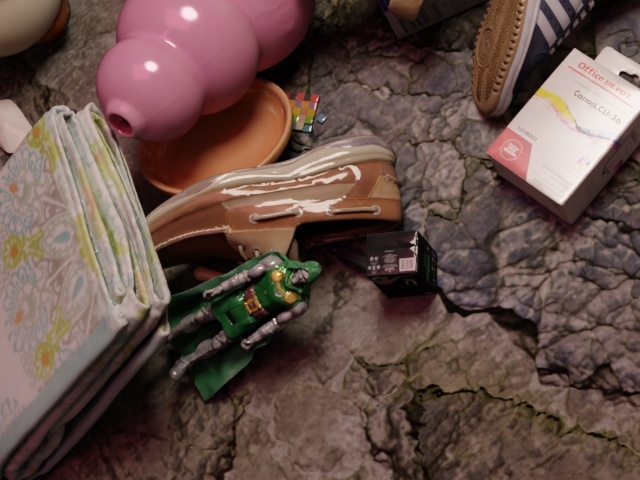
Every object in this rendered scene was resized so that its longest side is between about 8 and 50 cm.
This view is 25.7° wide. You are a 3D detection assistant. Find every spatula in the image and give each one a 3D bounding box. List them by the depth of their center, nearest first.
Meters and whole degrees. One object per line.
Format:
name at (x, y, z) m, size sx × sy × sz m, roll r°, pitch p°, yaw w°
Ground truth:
spatula at (-0.510, -0.162, 1.922) m, size 0.168 × 0.019 × 0.242 m, roll -46°, pitch 58°, yaw 0°

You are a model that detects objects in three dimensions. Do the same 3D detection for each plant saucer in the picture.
plant saucer at (-0.125, -0.121, 1.717) m, size 0.200 × 0.037 × 0.200 m, roll -12°, pitch 45°, yaw 13°

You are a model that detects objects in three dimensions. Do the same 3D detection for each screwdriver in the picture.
screwdriver at (0.000, 0.000, 1.666) m, size 0.170 × 0.024 × 0.025 m, roll 28°, pitch 52°, yaw 34°

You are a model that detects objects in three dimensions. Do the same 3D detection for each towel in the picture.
towel at (-0.323, 0.065, 1.649) m, size 0.374 × 0.090 × 0.320 m, roll -45°, pitch 54°, yaw 34°

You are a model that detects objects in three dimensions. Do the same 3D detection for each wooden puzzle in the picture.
wooden puzzle at (-0.030, -0.160, 1.742) m, size 0.083 × 0.006 × 0.049 m, roll 8°, pitch 73°, yaw 23°

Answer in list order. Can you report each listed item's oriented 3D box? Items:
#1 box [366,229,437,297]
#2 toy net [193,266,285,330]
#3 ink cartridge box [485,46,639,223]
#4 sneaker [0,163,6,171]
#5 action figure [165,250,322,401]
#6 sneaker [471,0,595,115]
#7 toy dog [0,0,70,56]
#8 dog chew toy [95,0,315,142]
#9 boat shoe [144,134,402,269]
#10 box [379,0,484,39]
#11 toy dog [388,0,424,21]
box at (0.092, 0.027, 1.580) m, size 0.062 × 0.083 × 0.052 m, roll -5°, pitch 70°, yaw 19°
toy net at (-0.098, 0.021, 1.682) m, size 0.122 × 0.045 × 0.232 m, roll -34°, pitch 64°, yaw -10°
ink cartridge box at (0.296, -0.133, 1.573) m, size 0.115 × 0.067 × 0.198 m, roll 38°, pitch 86°, yaw 29°
sneaker at (-0.414, -0.053, 1.810) m, size 0.215 × 0.084 × 0.083 m, roll -16°, pitch 62°, yaw 5°
action figure at (-0.090, 0.080, 1.581) m, size 0.232 × 0.063 × 0.137 m, roll -32°, pitch 94°, yaw 28°
sneaker at (0.279, -0.269, 1.616) m, size 0.099 × 0.153 × 0.282 m, roll -133°, pitch 54°, yaw -62°
toy dog at (-0.539, -0.297, 1.824) m, size 0.408 × 0.284 × 0.395 m, roll -26°, pitch 60°, yaw 9°
dog chew toy at (-0.146, -0.246, 1.670) m, size 0.207 × 0.206 × 0.332 m, roll 17°, pitch 53°, yaw 25°
boat shoe at (-0.059, -0.018, 1.605) m, size 0.324 × 0.123 × 0.116 m, roll -19°, pitch 72°, yaw 6°
box at (0.123, -0.339, 1.716) m, size 0.126 × 0.072 × 0.137 m, roll -23°, pitch 64°, yaw 11°
toy dog at (0.095, -0.403, 1.571) m, size 0.334 × 0.220 × 0.161 m, roll -42°, pitch 21°, yaw 41°
